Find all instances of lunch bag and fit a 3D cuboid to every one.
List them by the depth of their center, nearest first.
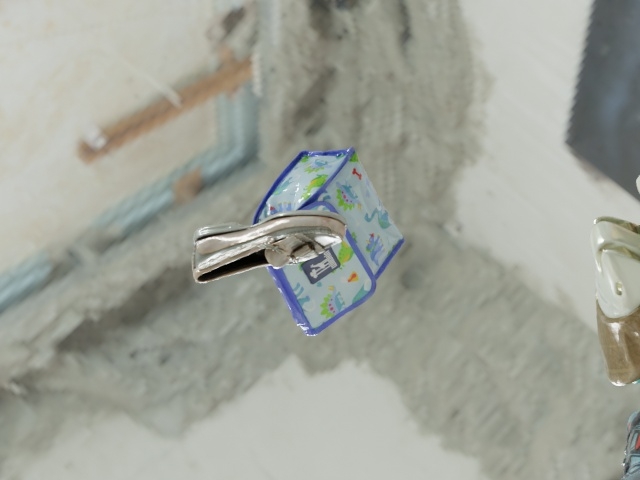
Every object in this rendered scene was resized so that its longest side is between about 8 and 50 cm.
[{"bbox_3d":[0.000,0.000,1.688,0.151,0.096,0.129,-51,-57,-35],"label":"lunch bag"}]

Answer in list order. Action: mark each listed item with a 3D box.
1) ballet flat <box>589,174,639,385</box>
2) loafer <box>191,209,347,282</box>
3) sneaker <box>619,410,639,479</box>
[{"bbox_3d":[0.318,-0.014,1.493,0.124,0.116,0.342,21,-55,-23],"label":"ballet flat"},{"bbox_3d":[-0.037,0.007,1.208,0.045,0.125,0.039,41,-130,-49],"label":"loafer"},{"bbox_3d":[0.342,0.223,1.669,0.262,0.125,0.104,-27,-57,-35],"label":"sneaker"}]
